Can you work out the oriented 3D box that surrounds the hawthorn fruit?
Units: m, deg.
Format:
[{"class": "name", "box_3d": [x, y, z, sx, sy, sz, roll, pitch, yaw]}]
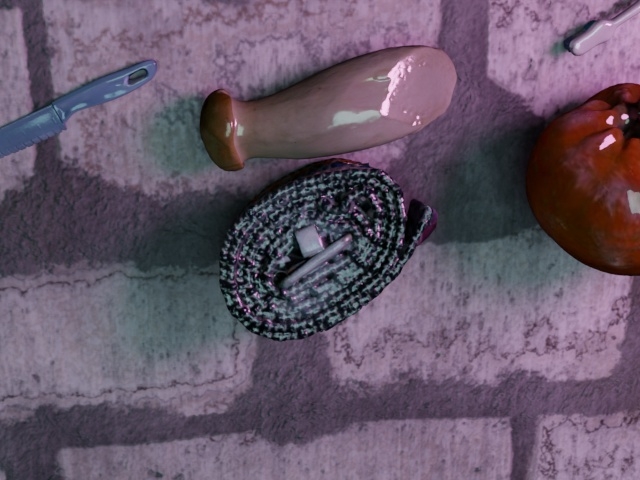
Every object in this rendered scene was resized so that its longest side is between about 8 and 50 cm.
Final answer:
[{"class": "hawthorn fruit", "box_3d": [0.428, -0.080, 1.328, 0.284, 0.284, 0.284, -3, 112, -8]}]

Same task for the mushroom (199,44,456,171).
[{"class": "mushroom", "box_3d": [0.013, -0.173, 1.303, 0.350, 0.128, 0.128, -12, 113, 0]}]

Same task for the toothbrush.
[{"class": "toothbrush", "box_3d": [0.514, -0.377, 1.341, 0.418, 0.040, 0.042, -34, 111, 5]}]

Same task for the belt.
[{"class": "belt", "box_3d": [0.000, 0.000, 1.351, 0.295, 0.160, 0.207, -39, 95, 6]}]

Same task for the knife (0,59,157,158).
[{"class": "knife", "box_3d": [-0.354, -0.162, 1.305, 0.313, 0.019, 0.044, -24, 116, 3]}]
